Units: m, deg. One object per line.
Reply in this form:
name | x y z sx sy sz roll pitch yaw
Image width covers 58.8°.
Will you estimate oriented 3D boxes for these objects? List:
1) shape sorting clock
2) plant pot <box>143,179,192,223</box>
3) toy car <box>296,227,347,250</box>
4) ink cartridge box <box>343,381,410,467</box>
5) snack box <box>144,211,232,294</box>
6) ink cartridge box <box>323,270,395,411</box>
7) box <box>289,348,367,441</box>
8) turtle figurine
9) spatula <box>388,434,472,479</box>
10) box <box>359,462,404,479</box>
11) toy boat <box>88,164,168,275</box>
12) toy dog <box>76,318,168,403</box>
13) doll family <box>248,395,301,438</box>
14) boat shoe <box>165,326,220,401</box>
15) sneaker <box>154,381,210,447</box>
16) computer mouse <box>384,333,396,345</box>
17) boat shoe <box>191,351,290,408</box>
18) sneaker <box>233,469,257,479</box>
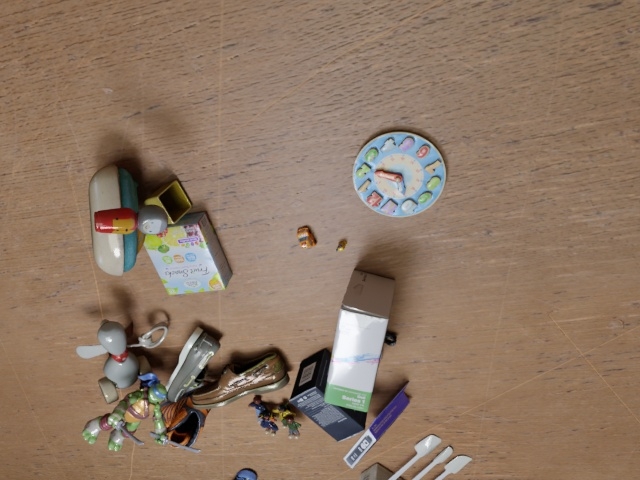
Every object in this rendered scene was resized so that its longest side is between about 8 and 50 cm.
shape sorting clock | 0.174 -0.142 1.264 0.206 0.040 0.206 6 124 9
plant pot | -0.387 -0.090 1.405 0.083 0.081 0.081 -7 122 34
toy car | 0.000 0.000 1.396 0.122 0.040 0.060 -1 122 14
ink cartridge box | 0.171 0.518 1.600 0.045 0.206 0.208 40 126 17
snack box | -0.348 0.037 1.482 0.175 0.070 0.207 -8 122 18
ink cartridge box | 0.099 0.245 1.412 0.117 0.201 0.278 12 115 7
box | 0.032 0.439 1.609 0.108 0.153 0.207 -35 109 30
turtle figurine | -0.538 0.544 1.621 0.266 0.198 0.274 -33 74 22
spatula | 0.334 0.716 1.790 0.168 0.019 0.242 31 116 -15
box | 0.256 0.854 1.857 0.275 0.113 0.094 37 123 -10
toy boat | -0.451 -0.046 1.318 0.148 0.318 0.267 -4 95 -24
toy dog | -0.603 0.326 1.682 0.161 0.220 0.333 44 126 30
doll family | -0.144 0.547 1.769 0.193 0.076 0.111 0 127 16
boat shoe | -0.387 0.391 1.699 0.091 0.109 0.305 29 120 -1
sneaker | -0.459 0.585 1.798 0.125 0.180 0.321 37 123 -12
computer mouse | 0.137 0.323 1.576 0.106 0.042 0.193 15 124 2
boat shoe | -0.248 0.406 1.680 0.307 0.110 0.104 -19 105 6
sneaker | -0.299 0.911 2.030 0.081 0.090 0.232 28 125 -6
